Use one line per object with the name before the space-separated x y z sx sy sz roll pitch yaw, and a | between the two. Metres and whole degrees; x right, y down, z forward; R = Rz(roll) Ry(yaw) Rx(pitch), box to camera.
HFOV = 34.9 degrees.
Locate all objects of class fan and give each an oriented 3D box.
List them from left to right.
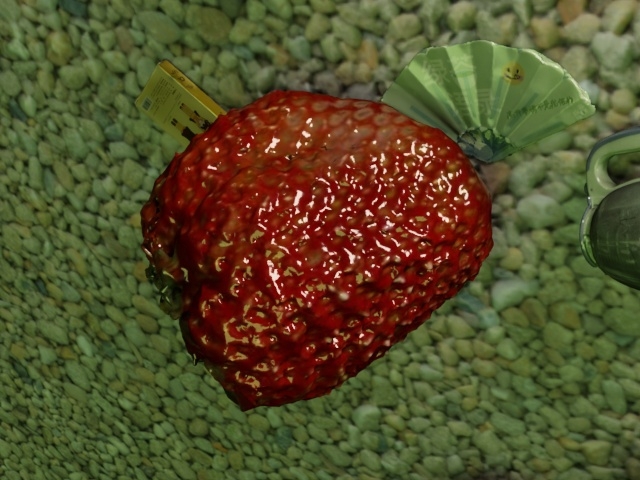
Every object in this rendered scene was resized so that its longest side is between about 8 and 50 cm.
fan | 0.148 -0.133 1.003 0.240 0.009 0.131 -4 117 34

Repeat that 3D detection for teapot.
teapot | 0.288 -0.019 0.933 0.108 0.111 0.149 1 128 47

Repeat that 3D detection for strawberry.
strawberry | 0.000 0.000 1.033 0.351 0.267 0.312 -21 104 17

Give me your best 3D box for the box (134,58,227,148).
box | -0.141 -0.134 1.168 0.149 0.020 0.073 42 132 -1
